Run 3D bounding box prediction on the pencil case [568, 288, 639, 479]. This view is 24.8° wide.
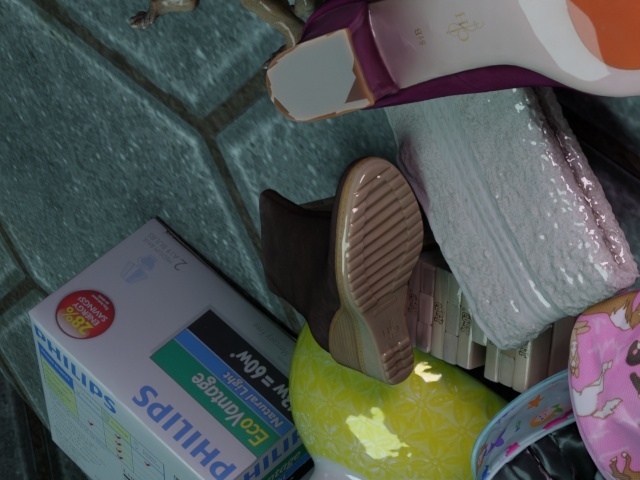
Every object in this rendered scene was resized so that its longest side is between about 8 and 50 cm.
[{"bbox_3d":[0.342,0.080,0.950,0.386,0.160,0.167,-17,78,50],"label":"pencil case"}]

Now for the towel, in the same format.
[{"bbox_3d":[0.138,-0.061,1.169,0.282,0.049,0.187,65,151,8],"label":"towel"}]

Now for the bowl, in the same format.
[{"bbox_3d":[0.074,0.213,1.499,0.289,0.156,0.289,29,165,9],"label":"bowl"}]

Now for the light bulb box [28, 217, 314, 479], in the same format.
[{"bbox_3d":[-0.177,0.229,1.923,0.358,0.225,0.361,40,151,20],"label":"light bulb box"}]

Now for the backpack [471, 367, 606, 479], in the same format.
[{"bbox_3d":[0.254,0.226,1.239,0.225,0.191,0.253,-37,108,20],"label":"backpack"}]

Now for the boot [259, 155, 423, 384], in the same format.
[{"bbox_3d":[0.000,0.000,1.313,0.207,0.090,0.248,37,144,42],"label":"boot"}]

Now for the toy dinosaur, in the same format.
[{"bbox_3d":[-0.072,-0.270,1.240,0.295,0.127,0.200,25,138,30],"label":"toy dinosaur"}]

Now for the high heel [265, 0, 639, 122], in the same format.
[{"bbox_3d":[0.152,-0.169,1.025,0.377,0.181,0.127,-6,108,23],"label":"high heel"}]

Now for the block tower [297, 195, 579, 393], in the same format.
[{"bbox_3d":[0.099,0.044,1.381,0.335,0.091,0.097,22,116,44],"label":"block tower"}]
